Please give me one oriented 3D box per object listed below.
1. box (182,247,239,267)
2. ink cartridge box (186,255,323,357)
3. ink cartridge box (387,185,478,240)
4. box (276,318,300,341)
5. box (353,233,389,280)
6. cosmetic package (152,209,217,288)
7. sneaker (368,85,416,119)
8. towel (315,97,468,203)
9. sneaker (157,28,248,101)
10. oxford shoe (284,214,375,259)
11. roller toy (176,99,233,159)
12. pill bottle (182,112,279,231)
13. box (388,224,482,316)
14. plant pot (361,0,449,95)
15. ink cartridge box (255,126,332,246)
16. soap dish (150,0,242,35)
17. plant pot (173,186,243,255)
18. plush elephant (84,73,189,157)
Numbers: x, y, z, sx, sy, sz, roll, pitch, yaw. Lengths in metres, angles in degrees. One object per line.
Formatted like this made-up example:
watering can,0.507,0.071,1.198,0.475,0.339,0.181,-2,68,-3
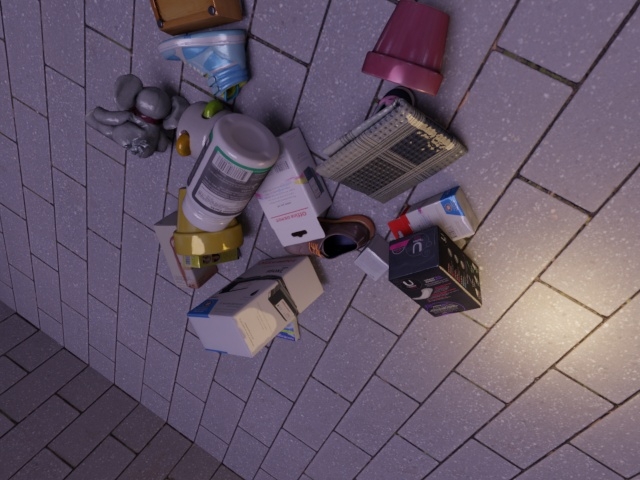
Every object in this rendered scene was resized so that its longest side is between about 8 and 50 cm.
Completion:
box,-0.423,0.062,1.745,0.087,0.232,0.058,1,97,30
ink cartridge box,-0.226,0.222,1.605,0.285,0.395,0.166,-7,113,44
ink cartridge box,0.335,-0.054,1.347,0.231,0.078,0.134,-22,105,37
box,-0.150,0.353,1.892,0.109,0.042,0.178,8,120,26
box,0.186,0.056,1.483,0.102,0.101,0.087,41,129,2
cosmetic package,-0.555,0.037,1.861,0.129,0.153,0.296,1,120,27
sneaker,0.153,-0.283,1.277,0.112,0.131,0.319,31,129,10
towel,0.190,-0.232,1.233,0.312,0.056,0.324,18,143,-40
sneaker,-0.369,-0.544,1.419,0.319,0.127,0.208,6,119,27
oxford shoe,0.000,0.000,1.532,0.364,0.133,0.130,-13,113,35
roller toy,-0.378,-0.356,1.492,0.146,0.191,0.209,25,90,16
pill bottle,-0.292,-0.196,1.385,0.204,0.204,0.361,43,132,0
box,0.341,0.098,1.324,0.165,0.143,0.270,-21,136,35
plant pot,0.222,-0.473,1.098,0.201,0.201,0.180,24,111,15
ink cartridge box,-0.103,-0.171,1.496,0.207,0.119,0.353,-12,110,36
soap dish,-0.386,-0.743,1.312,0.291,0.118,0.229,4,120,29
plant pot,-0.427,-0.086,1.667,0.254,0.254,0.239,1,104,29
plush elephant,-0.623,-0.437,1.568,0.272,0.255,0.330,29,-178,-39
